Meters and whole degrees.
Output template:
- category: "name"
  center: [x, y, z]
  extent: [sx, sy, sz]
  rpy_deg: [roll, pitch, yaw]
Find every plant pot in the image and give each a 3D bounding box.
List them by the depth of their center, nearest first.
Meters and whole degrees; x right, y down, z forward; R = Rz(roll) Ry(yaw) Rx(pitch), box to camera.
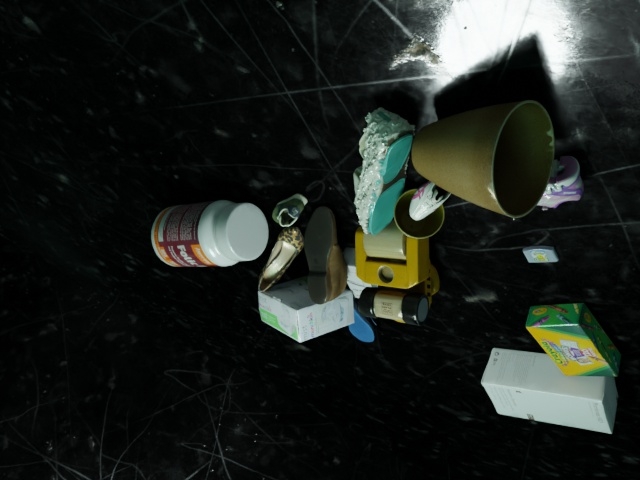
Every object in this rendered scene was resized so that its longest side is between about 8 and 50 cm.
- category: "plant pot"
  center: [0.334, -0.186, 1.331]
  extent: [0.254, 0.237, 0.237]
  rpy_deg: [16, 151, 48]
- category: "plant pot"
  center: [0.257, -0.064, 1.652]
  extent: [0.134, 0.134, 0.095]
  rpy_deg: [26, 171, 2]

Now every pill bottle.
- category: "pill bottle"
  center: [-0.379, -0.021, 2.096]
  extent: [0.392, 0.224, 0.224]
  rpy_deg: [-3, 138, 41]

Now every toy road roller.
- category: "toy road roller"
  center: [0.247, 0.087, 1.848]
  extent: [0.202, 0.240, 0.330]
  rpy_deg: [5, 105, 33]

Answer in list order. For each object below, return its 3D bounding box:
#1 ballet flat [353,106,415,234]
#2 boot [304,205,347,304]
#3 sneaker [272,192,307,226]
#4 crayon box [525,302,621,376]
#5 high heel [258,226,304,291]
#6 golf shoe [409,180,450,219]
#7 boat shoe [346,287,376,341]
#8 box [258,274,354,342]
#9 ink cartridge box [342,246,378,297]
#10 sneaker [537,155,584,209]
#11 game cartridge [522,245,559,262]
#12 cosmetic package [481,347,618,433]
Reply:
- category: "ballet flat"
  center: [0.150, -0.181, 1.574]
  extent: [0.146, 0.147, 0.409]
  rpy_deg: [22, 146, 9]
- category: "boot"
  center: [0.024, 0.041, 1.920]
  extent: [0.112, 0.115, 0.306]
  rpy_deg: [11, 105, 43]
- category: "sneaker"
  center: [-0.114, -0.080, 1.938]
  extent: [0.064, 0.086, 0.192]
  rpy_deg: [37, 148, -15]
- category: "crayon box"
  center: [0.758, 0.300, 1.830]
  extent: [0.165, 0.081, 0.278]
  rpy_deg: [-12, 132, 46]
- category: "high heel"
  center: [-0.138, 0.068, 2.078]
  extent: [0.093, 0.186, 0.261]
  rpy_deg: [30, 149, -1]
- category: "golf shoe"
  center: [0.278, -0.114, 1.529]
  extent: [0.067, 0.086, 0.186]
  rpy_deg: [35, 127, -2]
- category: "boat shoe"
  center: [0.145, 0.274, 2.272]
  extent: [0.109, 0.089, 0.258]
  rpy_deg: [-7, 131, 25]
- category: "box"
  center: [-0.052, 0.226, 2.122]
  extent: [0.262, 0.231, 0.127]
  rpy_deg: [17, 118, 53]
- category: "ink cartridge box"
  center: [0.159, 0.116, 2.023]
  extent: [0.139, 0.082, 0.191]
  rpy_deg: [7, 142, 31]
- category: "sneaker"
  center: [0.499, -0.112, 1.414]
  extent: [0.236, 0.095, 0.104]
  rpy_deg: [-12, 139, 46]
- category: "game cartridge"
  center: [0.587, 0.036, 1.635]
  extent: [0.083, 0.017, 0.056]
  rpy_deg: [-5, 133, 42]
- category: "cosmetic package"
  center: [0.767, 0.495, 2.042]
  extent: [0.384, 0.156, 0.217]
  rpy_deg: [0, 138, 39]
